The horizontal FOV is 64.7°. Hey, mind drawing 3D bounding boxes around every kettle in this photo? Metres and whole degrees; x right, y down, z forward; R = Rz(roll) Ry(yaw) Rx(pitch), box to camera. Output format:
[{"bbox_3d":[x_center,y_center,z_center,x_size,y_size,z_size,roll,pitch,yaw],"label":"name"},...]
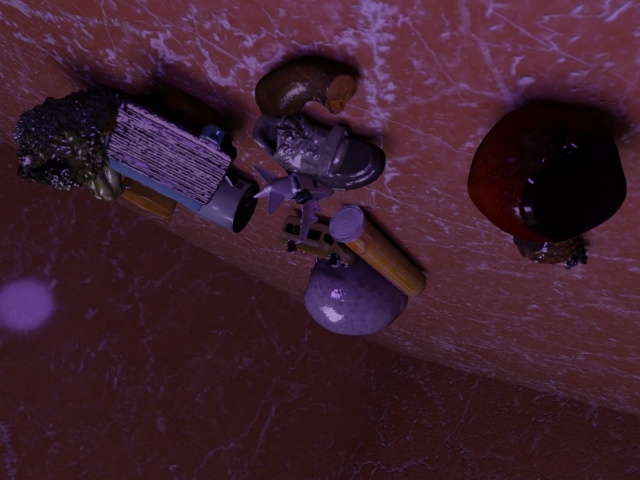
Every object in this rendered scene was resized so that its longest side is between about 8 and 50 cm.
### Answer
[{"bbox_3d":[-0.324,-0.162,1.535,0.236,0.161,0.221,25,138,11],"label":"kettle"}]

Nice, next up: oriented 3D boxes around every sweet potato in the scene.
[{"bbox_3d":[-0.050,-0.250,0.879,0.112,0.085,0.285,28,166,-29],"label":"sweet potato"}]

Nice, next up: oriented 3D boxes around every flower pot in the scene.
[{"bbox_3d":[-0.543,-0.196,1.671,0.195,0.179,0.195,22,166,6],"label":"flower pot"}]

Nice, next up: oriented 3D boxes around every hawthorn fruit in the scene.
[{"bbox_3d":[0.303,-0.087,0.720,0.189,0.190,0.251,25,179,2],"label":"hawthorn fruit"}]

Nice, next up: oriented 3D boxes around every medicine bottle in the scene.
[{"bbox_3d":[0.186,0.047,1.486,0.108,0.108,0.426,11,161,43],"label":"medicine bottle"}]

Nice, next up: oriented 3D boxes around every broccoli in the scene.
[{"bbox_3d":[-0.606,-0.248,1.310,0.338,0.318,0.277,-7,-126,-47],"label":"broccoli"}]

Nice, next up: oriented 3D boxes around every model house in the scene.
[{"bbox_3d":[-0.325,-0.244,1.131,0.280,0.230,0.248,26,156,-16],"label":"model house"}]

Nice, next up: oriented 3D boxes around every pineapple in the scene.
[{"bbox_3d":[0.450,0.005,0.958,0.197,0.108,0.108,21,171,-36],"label":"pineapple"}]

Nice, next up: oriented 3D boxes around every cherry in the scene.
[{"bbox_3d":[0.102,0.175,1.701,0.334,0.292,0.326,28,-174,35],"label":"cherry"}]

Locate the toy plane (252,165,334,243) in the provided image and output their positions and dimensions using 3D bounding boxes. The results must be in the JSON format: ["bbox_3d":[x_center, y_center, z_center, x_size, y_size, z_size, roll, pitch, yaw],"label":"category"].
[{"bbox_3d":[-0.043,-0.122,1.197,0.101,0.251,0.255,-26,167,40],"label":"toy plane"}]

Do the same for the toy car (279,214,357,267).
[{"bbox_3d":[0.000,0.000,1.577,0.256,0.125,0.101,16,-174,28],"label":"toy car"}]

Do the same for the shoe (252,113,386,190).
[{"bbox_3d":[-0.021,-0.183,0.993,0.292,0.109,0.149,18,173,42],"label":"shoe"}]
